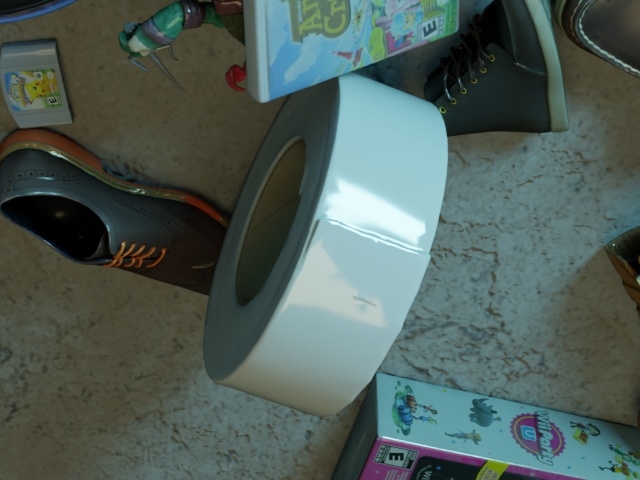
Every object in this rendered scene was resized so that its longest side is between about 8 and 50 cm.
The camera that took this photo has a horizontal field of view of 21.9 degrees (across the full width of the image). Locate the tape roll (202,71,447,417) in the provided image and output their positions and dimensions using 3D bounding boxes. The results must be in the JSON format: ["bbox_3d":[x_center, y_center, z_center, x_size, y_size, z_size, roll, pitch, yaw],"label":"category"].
[{"bbox_3d":[0.000,0.000,1.376,0.100,0.286,0.286,21,124,-16],"label":"tape roll"}]

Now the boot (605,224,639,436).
[{"bbox_3d":[0.337,0.092,1.560,0.220,0.109,0.283,45,156,-5],"label":"boot"}]

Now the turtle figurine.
[{"bbox_3d":[-0.074,-0.216,1.269,0.118,0.175,0.234,22,150,22],"label":"turtle figurine"}]

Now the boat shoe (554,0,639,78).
[{"bbox_3d":[0.363,-0.149,1.371,0.342,0.123,0.123,16,125,-13],"label":"boat shoe"}]

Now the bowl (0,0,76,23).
[{"bbox_3d":[-0.281,-0.335,1.245,0.391,0.077,0.391,0,127,-1],"label":"bowl"}]

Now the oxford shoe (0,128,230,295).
[{"bbox_3d":[-0.174,0.001,1.488,0.271,0.098,0.097,24,123,-18],"label":"oxford shoe"}]

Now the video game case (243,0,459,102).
[{"bbox_3d":[0.027,-0.224,1.238,0.193,0.023,0.212,-23,132,-26],"label":"video game case"}]

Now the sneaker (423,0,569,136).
[{"bbox_3d":[0.137,-0.153,1.364,0.118,0.083,0.222,-10,144,9],"label":"sneaker"}]

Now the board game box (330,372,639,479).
[{"bbox_3d":[0.169,0.276,1.709,0.303,0.097,0.224,12,126,-11],"label":"board game box"}]

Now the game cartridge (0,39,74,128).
[{"bbox_3d":[-0.249,-0.135,1.437,0.056,0.017,0.083,-3,127,6],"label":"game cartridge"}]
